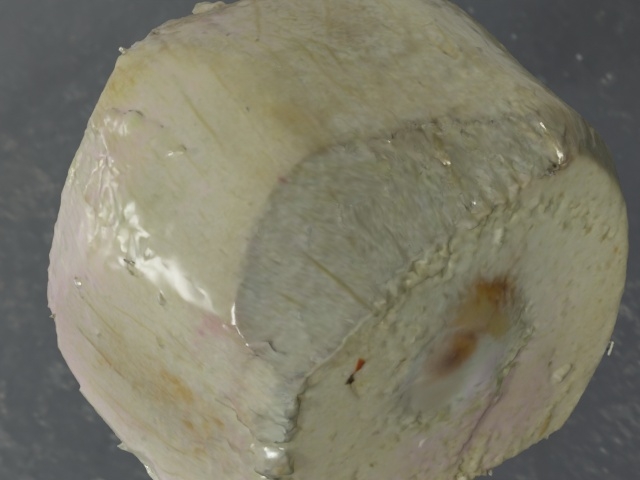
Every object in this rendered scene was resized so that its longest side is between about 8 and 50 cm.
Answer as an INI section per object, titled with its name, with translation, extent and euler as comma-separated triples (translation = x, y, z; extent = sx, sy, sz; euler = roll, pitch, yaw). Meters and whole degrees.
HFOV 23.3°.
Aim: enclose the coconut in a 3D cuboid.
[coconut]
translation = 0.000, 0.000, 0.838
extent = 0.254, 0.297, 0.297
euler = 36, 88, 37
